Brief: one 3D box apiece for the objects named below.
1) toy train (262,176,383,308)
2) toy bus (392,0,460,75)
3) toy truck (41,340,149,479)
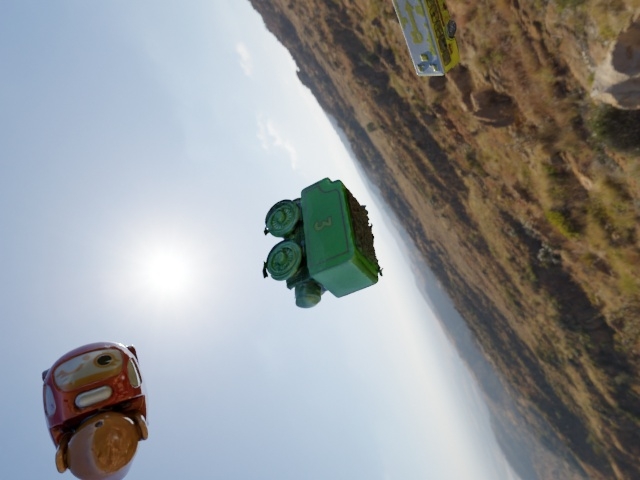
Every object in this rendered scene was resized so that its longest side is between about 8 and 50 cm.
[{"bbox_3d":[0.000,0.000,0.751,0.132,0.188,0.243,45,-152,-45],"label":"toy train"},{"bbox_3d":[0.191,-0.422,0.745,0.081,0.074,0.226,28,159,47],"label":"toy bus"},{"bbox_3d":[-0.441,0.336,0.797,0.239,0.189,0.264,-27,78,60],"label":"toy truck"}]
